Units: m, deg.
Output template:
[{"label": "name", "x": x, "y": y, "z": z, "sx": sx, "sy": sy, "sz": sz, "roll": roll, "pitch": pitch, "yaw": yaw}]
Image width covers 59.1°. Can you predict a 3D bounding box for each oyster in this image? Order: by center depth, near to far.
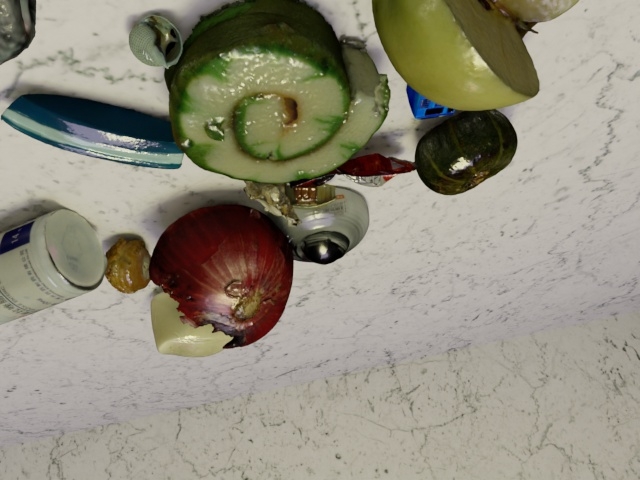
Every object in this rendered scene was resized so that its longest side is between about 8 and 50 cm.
[{"label": "oyster", "x": -0.094, "y": -0.091, "z": 1.193, "sx": 0.163, "sy": 0.191, "sz": 0.081, "roll": 40, "pitch": 91, "yaw": -15}]

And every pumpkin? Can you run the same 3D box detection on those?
[{"label": "pumpkin", "x": 0.305, "y": -0.191, "z": 1.200, "sx": 0.223, "sy": 0.157, "sz": 0.224, "roll": -21, "pitch": 169, "yaw": -4}]

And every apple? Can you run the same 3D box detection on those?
[{"label": "apple", "x": 0.202, "y": -0.334, "z": 0.781, "sx": 0.257, "sy": 0.295, "sz": 0.233, "roll": 23, "pitch": 177, "yaw": -23}]

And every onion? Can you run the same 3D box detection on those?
[{"label": "onion", "x": -0.214, "y": 0.070, "z": 1.310, "sx": 0.340, "sy": 0.342, "sz": 0.341, "roll": -10, "pitch": 153, "yaw": -5}]

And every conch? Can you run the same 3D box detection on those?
[{"label": "conch", "x": -0.246, "y": -0.298, "z": 0.858, "sx": 0.076, "sy": 0.085, "sz": 0.056, "roll": -47, "pitch": -173, "yaw": 8}]

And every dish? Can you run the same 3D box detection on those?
[{"label": "dish", "x": 0.000, "y": 0.000, "z": 1.428, "sx": 0.273, "sy": 0.134, "sz": 0.273, "roll": -7, "pitch": 148, "yaw": -4}]

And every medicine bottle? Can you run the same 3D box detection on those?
[{"label": "medicine bottle", "x": -0.666, "y": 0.072, "z": 1.240, "sx": 0.331, "sy": 0.190, "sz": 0.190, "roll": -20, "pitch": 152, "yaw": 13}]

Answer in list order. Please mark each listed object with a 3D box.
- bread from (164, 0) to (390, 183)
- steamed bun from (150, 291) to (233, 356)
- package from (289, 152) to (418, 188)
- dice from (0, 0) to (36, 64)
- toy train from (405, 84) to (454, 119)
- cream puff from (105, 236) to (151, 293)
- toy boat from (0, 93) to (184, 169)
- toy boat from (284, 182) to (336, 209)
[{"label": "bread", "x": -0.066, "y": -0.239, "z": 0.975, "sx": 0.381, "sy": 0.129, "sz": 0.366, "roll": -11, "pitch": 152, "yaw": -4}, {"label": "steamed bun", "x": -0.366, "y": 0.237, "z": 1.667, "sx": 0.249, "sy": 0.200, "sz": 0.155, "roll": 0, "pitch": 149, "yaw": -29}, {"label": "package", "x": 0.066, "y": -0.147, "z": 1.211, "sx": 0.269, "sy": 0.071, "sz": 0.194, "roll": -3, "pitch": -179, "yaw": -3}, {"label": "dice", "x": -0.428, "y": -0.313, "z": 0.623, "sx": 0.181, "sy": 0.183, "sz": 0.183, "roll": -7, "pitch": 153, "yaw": -14}, {"label": "toy train", "x": 0.267, "y": -0.303, "z": 1.050, "sx": 0.203, "sy": 0.083, "sz": 0.131, "roll": -8, "pitch": 152, "yaw": -5}, {"label": "cream puff", "x": -0.474, "y": 0.063, "z": 1.380, "sx": 0.103, "sy": 0.127, "sz": 0.144, "roll": 1, "pitch": 145, "yaw": 7}, {"label": "toy boat", "x": -0.380, "y": -0.192, "z": 0.974, "sx": 0.299, "sy": 0.096, "sz": 0.062, "roll": 9, "pitch": 135, "yaw": -31}, {"label": "toy boat", "x": -0.049, "y": -0.108, "z": 1.297, "sx": 0.172, "sy": 0.065, "sz": 0.066, "roll": 1, "pitch": 161, "yaw": -2}]
